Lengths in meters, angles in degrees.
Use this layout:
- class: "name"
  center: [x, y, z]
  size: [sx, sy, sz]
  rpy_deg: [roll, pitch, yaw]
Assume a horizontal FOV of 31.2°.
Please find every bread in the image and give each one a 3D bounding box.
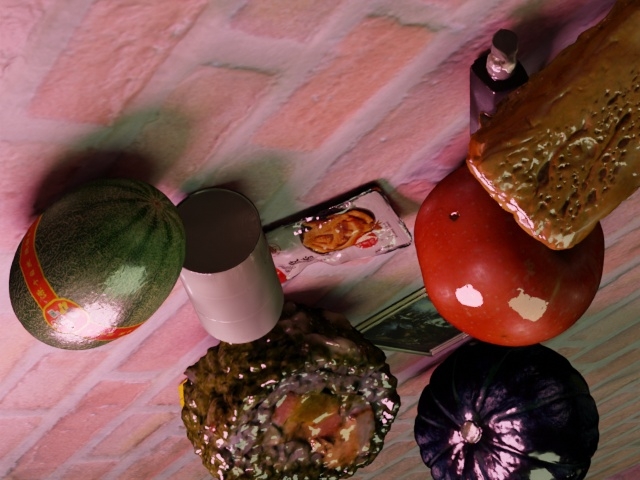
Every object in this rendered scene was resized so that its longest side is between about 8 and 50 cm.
- class: "bread"
  center: [0.343, -0.167, 1.282]
  size: [0.380, 0.185, 0.109]
  rpy_deg: [-42, -172, 7]

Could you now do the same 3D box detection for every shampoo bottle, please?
- class: "shampoo bottle"
  center: [0.211, -0.176, 1.358]
  size: [0.057, 0.063, 0.208]
  rpy_deg: [-23, 156, -6]

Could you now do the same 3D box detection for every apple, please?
- class: "apple"
  center: [0.250, 0.012, 1.553]
  size: [0.260, 0.260, 0.216]
  rpy_deg: [9, 159, -43]

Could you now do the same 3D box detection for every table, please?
- class: "table"
  center: [-0.124, 0.038, 1.521]
  size: [0.126, 0.126, 0.220]
  rpy_deg: [-15, 152, -1]

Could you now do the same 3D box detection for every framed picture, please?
- class: "framed picture"
  center: [0.199, 0.160, 2.117]
  size: [0.232, 0.019, 0.296]
  rpy_deg: [-34, 150, 34]

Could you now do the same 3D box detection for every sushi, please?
- class: "sushi"
  center: [-0.044, 0.254, 1.877]
  size: [0.352, 0.178, 0.294]
  rpy_deg: [10, 114, -41]

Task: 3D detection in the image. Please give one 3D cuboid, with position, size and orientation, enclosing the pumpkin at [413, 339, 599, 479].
- class: "pumpkin"
  center: [0.367, 0.368, 2.248]
  size: [0.363, 0.363, 0.266]
  rpy_deg: [-31, 158, 30]

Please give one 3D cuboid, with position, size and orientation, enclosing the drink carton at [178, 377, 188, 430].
- class: "drink carton"
  center: [-0.073, 0.287, 2.121]
  size: [0.351, 0.111, 0.154]
  rpy_deg: [8, 146, -40]

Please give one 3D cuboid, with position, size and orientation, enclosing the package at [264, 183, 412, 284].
- class: "package"
  center: [0.000, 0.000, 1.638]
  size: [0.239, 0.030, 0.154]
  rpy_deg: [-18, 145, 17]

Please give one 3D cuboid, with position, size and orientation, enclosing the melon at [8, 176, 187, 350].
- class: "melon"
  center: [-0.275, 0.035, 1.378]
  size: [0.182, 0.182, 0.287]
  rpy_deg: [5, 148, -38]
